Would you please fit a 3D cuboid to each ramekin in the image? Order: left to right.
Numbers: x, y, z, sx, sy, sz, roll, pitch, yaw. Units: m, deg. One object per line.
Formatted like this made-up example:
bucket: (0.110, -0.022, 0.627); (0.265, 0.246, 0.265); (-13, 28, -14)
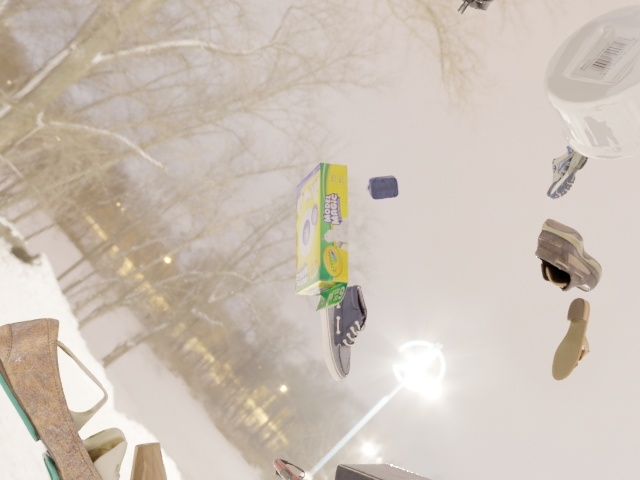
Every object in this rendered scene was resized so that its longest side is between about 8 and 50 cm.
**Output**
ramekin: (0.549, -0.296, 1.208); (0.135, 0.277, 0.277); (39, -6, -35)

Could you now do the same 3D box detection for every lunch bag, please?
lunch bag: (0.190, -0.163, 2.040); (0.065, 0.098, 0.067); (-86, 171, -79)

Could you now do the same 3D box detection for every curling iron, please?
curling iron: (-0.026, 0.444, 1.184); (0.068, 0.035, 0.274); (29, -12, -17)

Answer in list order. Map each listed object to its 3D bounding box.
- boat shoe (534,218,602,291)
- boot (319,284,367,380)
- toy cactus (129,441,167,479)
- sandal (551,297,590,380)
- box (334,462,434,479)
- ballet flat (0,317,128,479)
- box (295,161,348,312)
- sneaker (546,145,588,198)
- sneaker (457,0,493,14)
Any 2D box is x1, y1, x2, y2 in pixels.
boat shoe: (0.674, 0.069, 1.845); (0.132, 0.130, 0.355); (32, -5, 47)
boot: (0.053, 0.186, 1.337); (0.069, 0.086, 0.190); (1, 78, -64)
toy cactus: (-0.217, 0.361, 0.869); (0.219, 0.112, 0.180); (33, 52, -76)
sandal: (0.721, 0.285, 1.838); (0.079, 0.240, 0.088); (23, -12, -20)
box: (0.255, 0.910, 1.800); (0.480, 0.471, 0.297); (7, -11, 39)
ballet flat: (-0.302, 0.238, 0.816); (0.107, 0.106, 0.316); (7, -62, 58)
box: (0.000, 0.000, 0.865); (0.105, 0.043, 0.179); (144, -53, -65)
sneaker: (0.531, -0.151, 1.451); (0.058, 0.135, 0.052); (33, -6, 38)
sneaker: (0.326, -0.543, 1.272); (0.101, 0.268, 0.153); (32, -35, 0)
